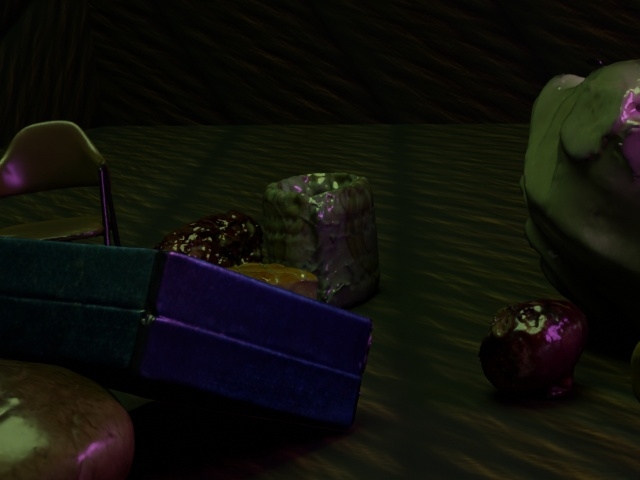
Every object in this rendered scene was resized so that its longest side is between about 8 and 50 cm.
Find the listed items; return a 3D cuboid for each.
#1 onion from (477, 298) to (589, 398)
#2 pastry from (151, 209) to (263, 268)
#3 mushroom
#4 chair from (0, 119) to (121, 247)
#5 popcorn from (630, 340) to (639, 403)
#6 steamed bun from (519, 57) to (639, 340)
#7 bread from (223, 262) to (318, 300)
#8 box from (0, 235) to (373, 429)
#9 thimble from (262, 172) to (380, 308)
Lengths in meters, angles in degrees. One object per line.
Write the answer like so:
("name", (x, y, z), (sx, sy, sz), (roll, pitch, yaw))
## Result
("onion", (0.196, 0.099, 1.370), (0.107, 0.097, 0.107), (-28, -9, -5))
("pastry", (-0.149, 0.023, 1.933), (0.115, 0.097, 0.208), (-12, 9, 28))
("mushroom", (-0.280, 0.163, 1.131), (0.278, 0.146, 0.278), (-5, 10, 1))
("chair", (-0.318, -0.007, 1.769), (0.158, 0.247, 0.172), (-6, 12, 3))
("popcorn", (0.347, 0.054, 0.964), (0.281, 0.297, 0.316), (25, 4, -27))
("steamed bun", (0.329, -0.020, 1.525), (0.346, 0.237, 0.394), (25, -5, 34))
("bread", (-0.111, 0.071, 1.716), (0.188, 0.068, 0.125), (-14, 13, -35))
("box", (-0.142, 0.078, 1.309), (0.261, 0.116, 0.279), (5, -10, 39))
("thimble", (0.000, 0.000, 1.828), (0.137, 0.143, 0.190), (-5, 12, 4))
